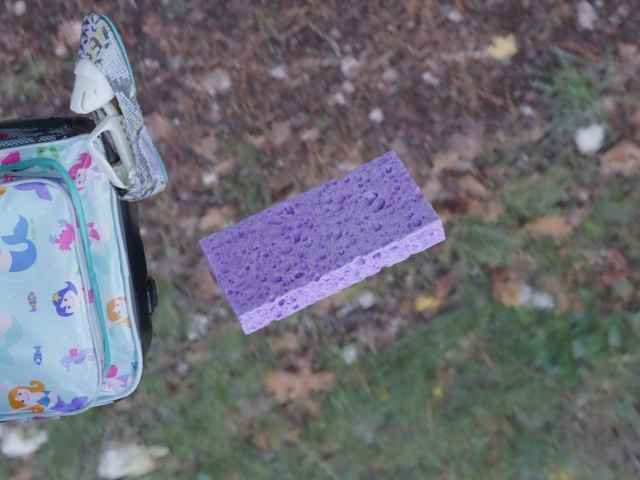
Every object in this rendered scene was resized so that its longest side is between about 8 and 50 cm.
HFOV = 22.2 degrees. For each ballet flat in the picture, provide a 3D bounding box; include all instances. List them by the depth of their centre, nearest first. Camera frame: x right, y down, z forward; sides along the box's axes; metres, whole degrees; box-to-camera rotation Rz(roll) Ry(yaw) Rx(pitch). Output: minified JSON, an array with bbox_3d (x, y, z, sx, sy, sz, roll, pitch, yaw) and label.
[{"bbox_3d":[-0.122,-0.073,0.942,0.041,0.041,0.114,-21,111,-7],"label":"ballet flat"}]

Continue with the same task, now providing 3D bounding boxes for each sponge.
[{"bbox_3d":[0.000,0.000,1.537,0.210,0.117,0.031,-25,135,-4],"label":"sponge"}]

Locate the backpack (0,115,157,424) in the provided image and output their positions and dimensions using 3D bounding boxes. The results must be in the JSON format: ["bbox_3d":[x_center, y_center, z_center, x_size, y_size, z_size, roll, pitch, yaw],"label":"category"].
[{"bbox_3d":[-0.263,0.031,1.209,0.254,0.191,0.225,-5,104,4],"label":"backpack"}]
